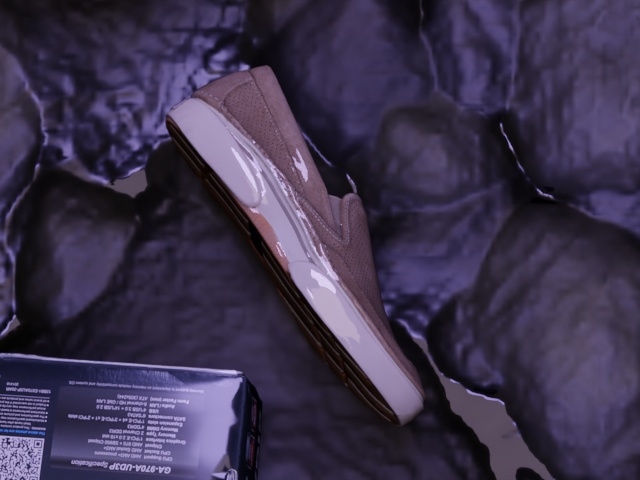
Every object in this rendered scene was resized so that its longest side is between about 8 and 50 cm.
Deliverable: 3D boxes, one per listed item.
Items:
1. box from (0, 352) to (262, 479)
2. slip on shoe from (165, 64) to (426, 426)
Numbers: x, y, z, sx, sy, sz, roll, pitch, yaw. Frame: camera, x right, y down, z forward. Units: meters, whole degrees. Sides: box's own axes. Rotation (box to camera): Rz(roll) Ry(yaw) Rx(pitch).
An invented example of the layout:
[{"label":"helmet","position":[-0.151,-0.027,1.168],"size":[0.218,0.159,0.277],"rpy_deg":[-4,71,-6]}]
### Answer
[{"label":"box","position":[-0.136,0.124,0.568],"size":[0.220,0.051,0.175],"rpy_deg":[3,74,4]},{"label":"slip on shoe","position":[0.000,0.000,0.588],"size":[0.041,0.051,0.135],"rpy_deg":[-34,76,-12]}]
